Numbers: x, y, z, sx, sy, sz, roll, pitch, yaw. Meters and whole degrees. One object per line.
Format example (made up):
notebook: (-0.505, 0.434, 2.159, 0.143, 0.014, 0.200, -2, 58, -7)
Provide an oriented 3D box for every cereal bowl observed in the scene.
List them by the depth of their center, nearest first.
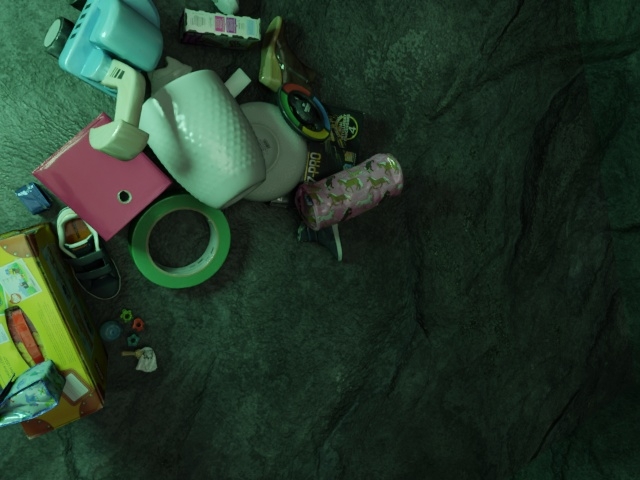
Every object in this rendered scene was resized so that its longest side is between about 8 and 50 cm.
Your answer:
cereal bowl: (-0.211, -0.296, 1.537, 0.340, 0.141, 0.338, 0, 95, 1)

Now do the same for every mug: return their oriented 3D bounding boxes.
mug: (-0.339, -0.255, 1.374, 0.276, 0.374, 0.328, -37, 94, -32)

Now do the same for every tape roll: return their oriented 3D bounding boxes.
tape roll: (-0.462, -0.002, 1.535, 0.322, 0.077, 0.320, -10, 111, -29)

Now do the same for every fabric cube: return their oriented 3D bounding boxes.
fabric cube: (-0.630, -0.187, 1.372, 0.254, 0.259, 0.258, -45, 111, -10)

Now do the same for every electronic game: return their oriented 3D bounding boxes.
electronic game: (-0.052, -0.426, 1.541, 0.229, 0.048, 0.229, 26, 49, -34)

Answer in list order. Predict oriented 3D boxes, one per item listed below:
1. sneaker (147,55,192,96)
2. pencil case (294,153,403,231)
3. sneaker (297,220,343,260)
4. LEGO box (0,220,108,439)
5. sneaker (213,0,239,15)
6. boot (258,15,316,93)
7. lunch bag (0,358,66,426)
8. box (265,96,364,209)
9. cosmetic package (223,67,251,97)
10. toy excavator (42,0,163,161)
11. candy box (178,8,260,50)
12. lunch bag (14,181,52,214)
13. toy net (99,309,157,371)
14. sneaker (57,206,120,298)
sneaker: (-0.511, -0.484, 1.484, 0.115, 0.090, 0.232, 30, 76, -17)
pencil case: (0.107, -0.177, 1.638, 0.387, 0.160, 0.167, -24, 139, -17)
sneaker: (0.000, -0.002, 1.765, 0.164, 0.086, 0.226, -10, 131, 4)
LEGO box: (-0.789, 0.219, 1.302, 0.193, 0.372, 0.499, -21, 105, -19)
sneaker: (-0.302, -0.926, 1.470, 0.210, 0.137, 0.365, -30, 105, -14)
boot: (-0.107, -0.635, 1.641, 0.207, 0.090, 0.248, 10, 92, -36)
lunch bag: (-0.698, 0.364, 1.088, 0.151, 0.129, 0.096, -29, 106, -13)
box: (-0.020, -0.303, 1.703, 0.319, 0.097, 0.394, 7, 95, -20)
cosmetic package: (-0.341, -0.464, 1.544, 0.060, 0.099, 0.239, 44, 79, -19)
toy excavator: (-0.519, -0.450, 1.180, 0.222, 0.445, 0.432, 26, 89, -50)
candy box: (-0.325, -0.671, 1.487, 0.234, 0.159, 0.071, -4, 100, -22)
lunch bag: (-0.852, -0.125, 1.391, 0.065, 0.067, 0.098, -36, 111, -14)
toy net: (-0.629, 0.345, 1.570, 0.122, 0.045, 0.232, -47, 116, -29)
sneaker: (-0.726, 0.051, 1.440, 0.126, 0.127, 0.320, -26, 108, -19)
